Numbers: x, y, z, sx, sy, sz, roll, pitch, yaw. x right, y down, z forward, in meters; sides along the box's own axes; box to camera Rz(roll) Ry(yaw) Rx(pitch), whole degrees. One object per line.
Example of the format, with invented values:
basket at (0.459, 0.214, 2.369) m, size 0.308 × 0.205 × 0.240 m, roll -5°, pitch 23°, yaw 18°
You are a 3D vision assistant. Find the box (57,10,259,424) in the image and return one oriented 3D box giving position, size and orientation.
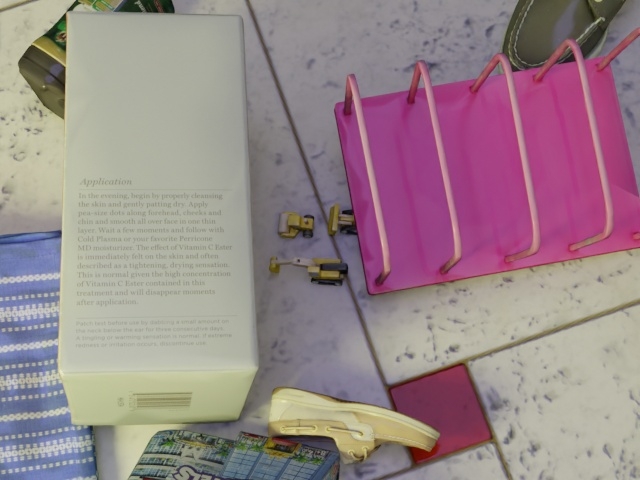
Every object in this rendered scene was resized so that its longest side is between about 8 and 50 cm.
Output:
box at (-0.157, -0.015, 1.043) m, size 0.168 × 0.215 × 0.345 m, roll 0°, pitch 68°, yaw -9°

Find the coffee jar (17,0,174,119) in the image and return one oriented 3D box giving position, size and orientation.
coffee jar at (-0.248, -0.223, 1.208) m, size 0.079 × 0.096 × 0.184 m, roll 34°, pitch 76°, yaw 18°

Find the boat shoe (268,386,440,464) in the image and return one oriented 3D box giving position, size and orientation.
boat shoe at (0.029, 0.187, 1.052) m, size 0.170 × 0.063 × 0.059 m, roll 9°, pitch 73°, yaw 18°

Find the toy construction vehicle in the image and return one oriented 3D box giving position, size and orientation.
toy construction vehicle at (0.000, 0.000, 1.135) m, size 0.098 × 0.035 × 0.086 m, roll 6°, pitch 70°, yaw 7°

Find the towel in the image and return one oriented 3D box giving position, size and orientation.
towel at (-0.346, 0.152, 1.066) m, size 0.243 × 0.040 × 0.336 m, roll -4°, pitch 68°, yaw -18°

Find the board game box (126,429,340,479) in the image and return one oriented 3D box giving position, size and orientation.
board game box at (-0.099, 0.253, 0.976) m, size 0.194 × 0.060 × 0.194 m, roll 10°, pitch 31°, yaw 10°

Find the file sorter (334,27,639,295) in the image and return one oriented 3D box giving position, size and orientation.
file sorter at (0.175, -0.077, 1.044) m, size 0.291 × 0.182 × 0.202 m, roll -10°, pitch 83°, yaw -2°

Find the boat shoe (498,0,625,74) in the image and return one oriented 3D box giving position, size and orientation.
boat shoe at (0.295, -0.292, 1.190) m, size 0.109 × 0.091 × 0.305 m, roll 34°, pitch 76°, yaw 16°
